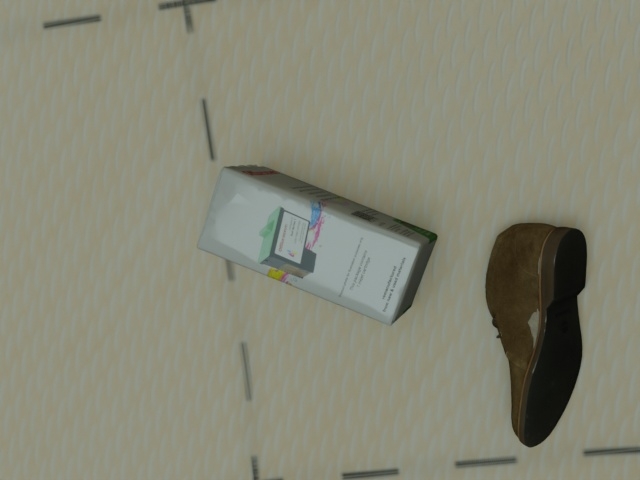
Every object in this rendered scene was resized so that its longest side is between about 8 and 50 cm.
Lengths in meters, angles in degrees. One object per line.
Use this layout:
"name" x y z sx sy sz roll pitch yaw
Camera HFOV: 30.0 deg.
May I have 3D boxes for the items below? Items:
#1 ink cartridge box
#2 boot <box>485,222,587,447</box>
"ink cartridge box" 0.000 0.000 1.598 0.278 0.201 0.117 22 98 10
"boot" 0.283 0.125 1.619 0.115 0.112 0.305 12 102 41
